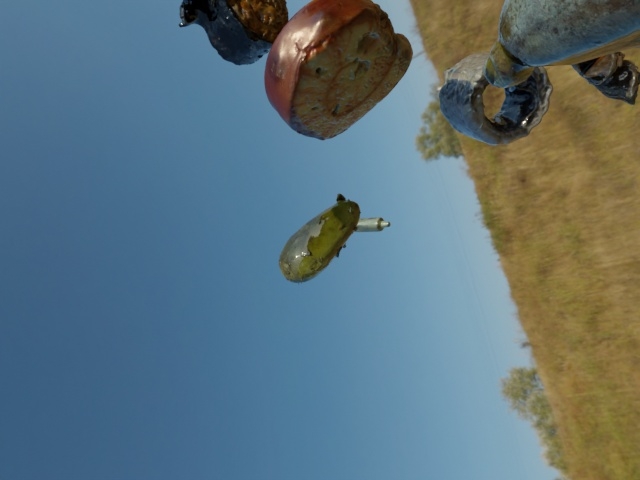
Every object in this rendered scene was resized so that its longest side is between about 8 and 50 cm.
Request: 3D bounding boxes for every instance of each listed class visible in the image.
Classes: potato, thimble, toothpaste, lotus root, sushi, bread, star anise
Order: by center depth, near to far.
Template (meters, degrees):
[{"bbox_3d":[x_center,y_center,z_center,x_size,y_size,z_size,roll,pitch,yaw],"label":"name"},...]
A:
[{"bbox_3d":[0.290,-0.266,0.468,0.158,0.322,0.140,-14,-85,-20],"label":"lotus root"},{"bbox_3d":[0.033,-0.351,0.925,0.114,0.295,0.327,53,-156,17],"label":"bread"},{"bbox_3d":[0.000,0.000,0.952,0.117,0.225,0.090,44,-179,42],"label":"potato"},{"bbox_3d":[-0.222,-0.591,1.028,0.234,0.207,0.349,-37,-74,-27],"label":"sushi"},{"bbox_3d":[0.430,-0.354,1.095,0.245,0.217,0.157,9,-160,-21],"label":"thimble"},{"bbox_3d":[0.092,-0.042,1.217,0.060,0.233,0.038,-39,-62,-41],"label":"toothpaste"},{"bbox_3d":[0.831,-0.534,1.318,0.331,0.118,0.332,29,-149,-19],"label":"star anise"}]

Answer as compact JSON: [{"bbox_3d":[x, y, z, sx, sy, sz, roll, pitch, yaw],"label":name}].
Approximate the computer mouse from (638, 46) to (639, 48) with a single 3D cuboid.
[{"bbox_3d":[0.444,-0.286,0.529,0.120,0.057,0.232,15,-172,-12],"label":"computer mouse"}]
